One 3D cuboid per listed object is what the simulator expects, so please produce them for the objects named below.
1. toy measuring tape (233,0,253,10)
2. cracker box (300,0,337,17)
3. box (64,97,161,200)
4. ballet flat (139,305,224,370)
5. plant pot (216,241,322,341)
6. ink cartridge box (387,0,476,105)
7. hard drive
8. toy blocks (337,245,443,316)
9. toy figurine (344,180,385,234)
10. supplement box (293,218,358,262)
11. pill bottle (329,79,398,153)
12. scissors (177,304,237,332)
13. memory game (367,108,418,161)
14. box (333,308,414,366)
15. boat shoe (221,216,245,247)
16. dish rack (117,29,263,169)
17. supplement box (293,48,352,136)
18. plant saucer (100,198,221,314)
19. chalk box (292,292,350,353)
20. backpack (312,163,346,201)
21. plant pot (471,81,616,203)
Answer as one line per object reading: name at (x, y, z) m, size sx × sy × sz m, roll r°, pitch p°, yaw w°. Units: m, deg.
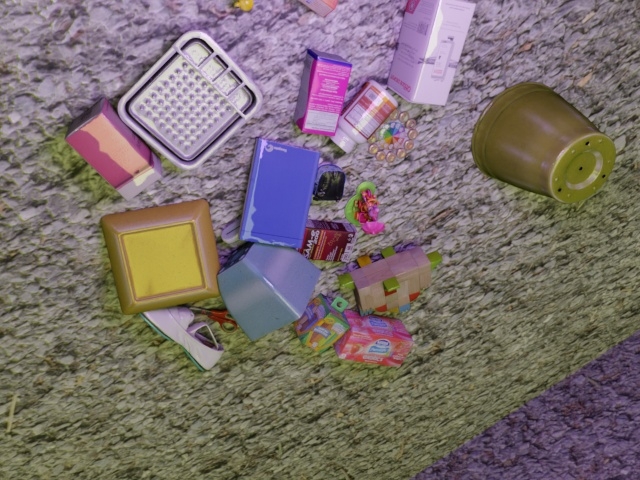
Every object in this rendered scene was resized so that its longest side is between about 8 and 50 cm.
toy measuring tape at (-0.260, -0.725, 1.242) m, size 0.122 × 0.121 × 0.330 m, roll -26°, pitch 116°, yaw -2°
cracker box at (-0.045, -0.712, 1.299) m, size 0.232 × 0.067 × 0.155 m, roll 23°, pitch 78°, yaw -29°
box at (-0.565, -0.251, 1.401) m, size 0.127 × 0.148 × 0.232 m, roll -35°, pitch 126°, yaw 3°
ballet flat at (-0.478, 0.315, 1.800) m, size 0.139 × 0.139 × 0.400 m, roll -32°, pitch 128°, yaw 2°
plant pot at (-0.192, 0.134, 1.685) m, size 0.247 × 0.247 × 0.252 m, roll -31°, pitch 108°, yaw 33°
ink cartridge box at (0.310, -0.559, 1.469) m, size 0.117 × 0.207 × 0.282 m, roll 2°, pitch 120°, yaw -18°
hard drive at (-0.130, -0.145, 1.613) m, size 0.210 × 0.040 × 0.318 m, roll 9°, pitch 97°, yaw -23°
toy blocks at (0.278, 0.185, 1.959) m, size 0.382 × 0.190 × 0.260 m, roll -20°, pitch 136°, yaw -5°
toy figurine at (0.173, -0.095, 1.739) m, size 0.130 × 0.159 × 0.173 m, roll 1°, pitch 119°, yaw -19°
supplement box at (0.000, 0.000, 1.793) m, size 0.240 × 0.073 × 0.130 m, roll 5°, pitch 119°, yaw -20°
pill bottle at (0.127, -0.379, 1.571) m, size 0.121 × 0.121 × 0.216 m, roll 34°, pitch 106°, yaw -32°
scissors at (-0.405, 0.257, 1.849) m, size 0.297 × 0.021 × 0.109 m, roll 33°, pitch 115°, yaw -29°
memory game at (0.241, -0.347, 1.695) m, size 0.186 × 0.012 × 0.186 m, roll -9°, pitch 122°, yaw -14°
box at (0.206, 0.397, 2.060) m, size 0.300 × 0.154 × 0.142 m, roll 15°, pitch 114°, yaw -24°
boat shoe at (-0.222, -0.054, 1.693) m, size 0.226 × 0.083 × 0.075 m, roll -27°, pitch 147°, yaw 3°
dish rack at (-0.364, -0.391, 1.429) m, size 0.333 × 0.072 × 0.285 m, roll -41°, pitch 125°, yaw 9°
supplement box at (0.003, -0.435, 1.501) m, size 0.114 × 0.111 × 0.219 m, roll 4°, pitch 120°, yaw -22°
plant saucer at (-0.490, 0.060, 1.594) m, size 0.333 × 0.081 × 0.332 m, roll -11°, pitch 102°, yaw -13°
chalk box at (0.019, 0.306, 1.951) m, size 0.213 × 0.132 × 0.132 m, roll -45°, pitch 124°, yaw 11°
backpack at (0.026, -0.195, 1.672) m, size 0.105 × 0.084 × 0.114 m, roll 1°, pitch 125°, yaw -20°
plant pot at (0.761, -0.303, 1.690) m, size 0.367 × 0.353 × 0.366 m, roll -9°, pitch 122°, yaw -14°
